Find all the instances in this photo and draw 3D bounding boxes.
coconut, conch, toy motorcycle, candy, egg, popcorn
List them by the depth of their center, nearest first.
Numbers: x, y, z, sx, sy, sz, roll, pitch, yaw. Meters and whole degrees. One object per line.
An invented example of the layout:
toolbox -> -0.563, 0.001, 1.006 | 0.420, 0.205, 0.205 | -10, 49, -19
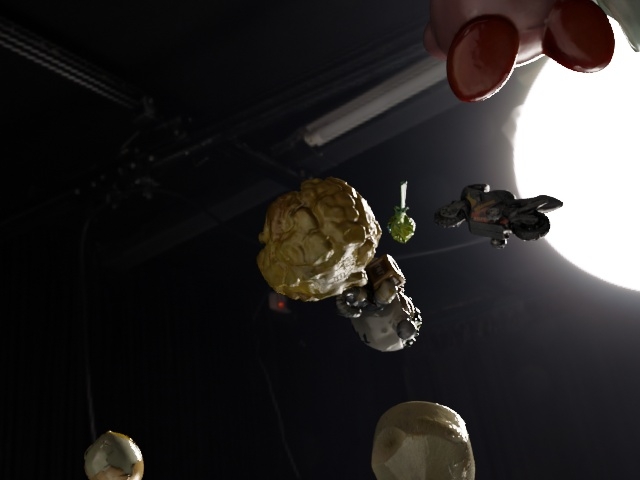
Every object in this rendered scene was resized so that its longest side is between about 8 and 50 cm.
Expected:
egg -> -0.272, 0.298, 0.874 | 0.083, 0.071, 0.071 | 46, -45, -11
coconut -> 0.154, 0.334, 0.988 | 0.161, 0.162, 0.161 | 5, -64, 10
conch -> 0.559, -0.433, 1.178 | 0.185, 0.221, 0.121 | 20, -50, -8
popcorn -> 0.000, 0.000, 1.207 | 0.250, 0.190, 0.250 | -10, -30, -6
toy motorcycle -> 0.453, -0.075, 1.691 | 0.307, 0.173, 0.108 | 10, -44, 33
candy -> 0.213, -0.079, 1.737 | 0.073, 0.077, 0.262 | -43, -25, -17

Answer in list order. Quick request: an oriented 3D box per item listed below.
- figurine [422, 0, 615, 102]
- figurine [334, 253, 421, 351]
figurine -> 0.289, -0.375, 1.029 | 0.269, 0.261, 0.211 | -13, -56, -6
figurine -> 0.137, 0.146, 1.644 | 0.186, 0.261, 0.382 | -26, -44, 10
